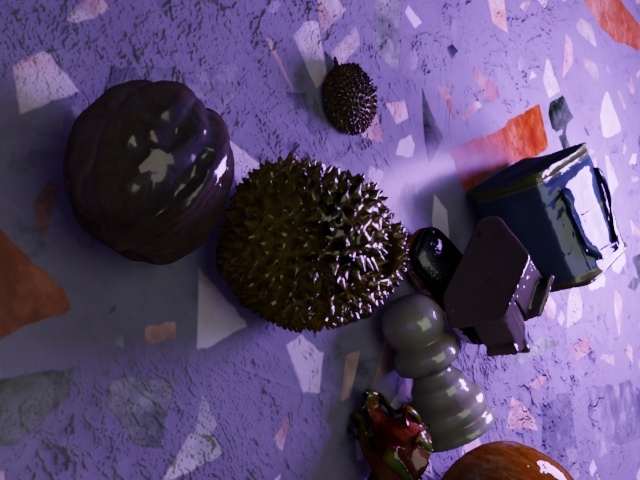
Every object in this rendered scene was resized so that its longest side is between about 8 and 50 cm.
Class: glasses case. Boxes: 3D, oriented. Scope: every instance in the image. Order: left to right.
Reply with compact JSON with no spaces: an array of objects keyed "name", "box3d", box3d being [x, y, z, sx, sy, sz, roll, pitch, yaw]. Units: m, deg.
[{"name":"glasses case","box3d":[0.244,0.086,1.392,0.267,0.067,0.103,50,56,-26]}]

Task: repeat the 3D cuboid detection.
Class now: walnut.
[{"name":"walnut","box3d":[-0.209,-0.083,0.923,0.224,0.224,0.224,7,79,-41]}]

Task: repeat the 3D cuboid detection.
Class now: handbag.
[{"name":"handbag","box3d":[0.458,-0.041,1.503,0.263,0.222,0.241,-31,100,-38]}]

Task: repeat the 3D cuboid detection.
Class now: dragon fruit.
[{"name":"dragon fruit","box3d":[0.108,0.325,1.216,0.175,0.138,0.142,49,8,9]}]

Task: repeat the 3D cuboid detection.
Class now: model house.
[{"name":"model house","box3d":[0.329,0.096,1.344,0.188,0.122,0.229,44,61,-35]}]

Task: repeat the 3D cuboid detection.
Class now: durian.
[{"name":"durian","box3d":[-0.001,0.011,1.076,0.292,0.258,0.258,22,69,-50]},{"name":"durian","box3d":[0.059,-0.250,1.271,0.110,0.071,0.140,-20,93,-42]}]

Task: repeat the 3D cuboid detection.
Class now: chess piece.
[{"name":"chess piece","box3d":[0.184,0.213,1.285,0.144,0.144,0.251,-29,98,-41]}]

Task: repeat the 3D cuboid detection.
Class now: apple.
[{"name":"apple","box3d":[0.336,0.505,1.297,0.277,0.250,0.309,-51,120,-35]}]
